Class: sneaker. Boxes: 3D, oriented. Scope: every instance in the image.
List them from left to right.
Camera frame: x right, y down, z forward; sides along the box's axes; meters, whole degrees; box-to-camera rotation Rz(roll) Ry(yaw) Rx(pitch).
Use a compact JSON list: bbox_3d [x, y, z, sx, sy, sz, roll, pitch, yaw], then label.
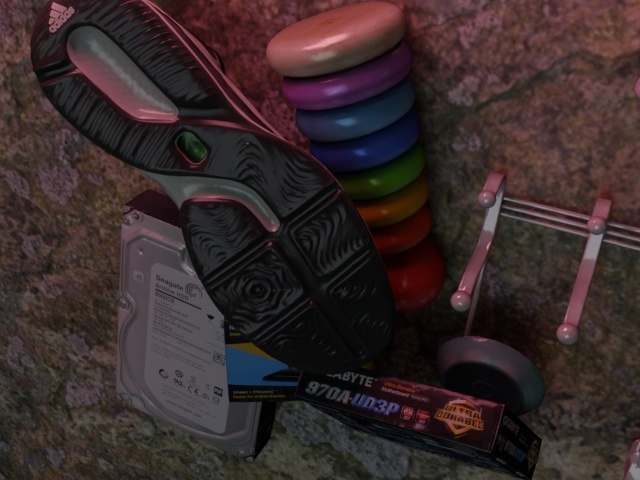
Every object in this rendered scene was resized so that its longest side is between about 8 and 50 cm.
[{"bbox_3d":[-0.077,-0.081,0.861,0.169,0.257,0.447,-36,102,13],"label":"sneaker"}]

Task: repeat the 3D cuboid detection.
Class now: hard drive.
[{"bbox_3d":[-0.161,0.122,1.112,0.237,0.064,0.339,22,123,15],"label":"hard drive"}]

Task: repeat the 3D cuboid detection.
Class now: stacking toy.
[{"bbox_3d":[0.055,-0.067,0.859,0.141,0.141,0.330,-3,118,29],"label":"stacking toy"}]

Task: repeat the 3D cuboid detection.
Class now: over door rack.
[{"bbox_3d":[0.257,0.110,0.862,0.239,0.108,0.324,17,123,20],"label":"over door rack"}]

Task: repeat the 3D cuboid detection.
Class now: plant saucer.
[{"bbox_3d":[0.175,0.151,0.872,0.119,0.021,0.119,19,138,18],"label":"plant saucer"}]

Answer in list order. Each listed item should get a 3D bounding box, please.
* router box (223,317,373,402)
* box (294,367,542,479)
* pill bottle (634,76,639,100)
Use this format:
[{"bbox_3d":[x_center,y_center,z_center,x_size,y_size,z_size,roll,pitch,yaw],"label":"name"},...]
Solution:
[{"bbox_3d":[-0.025,0.134,1.007,0.179,0.046,0.133,-2,123,-3],"label":"router box"},{"bbox_3d":[0.106,0.190,0.878,0.220,0.051,0.175,9,161,31],"label":"box"},{"bbox_3d":[0.377,-0.105,0.676,0.208,0.117,0.117,38,127,4],"label":"pill bottle"}]
